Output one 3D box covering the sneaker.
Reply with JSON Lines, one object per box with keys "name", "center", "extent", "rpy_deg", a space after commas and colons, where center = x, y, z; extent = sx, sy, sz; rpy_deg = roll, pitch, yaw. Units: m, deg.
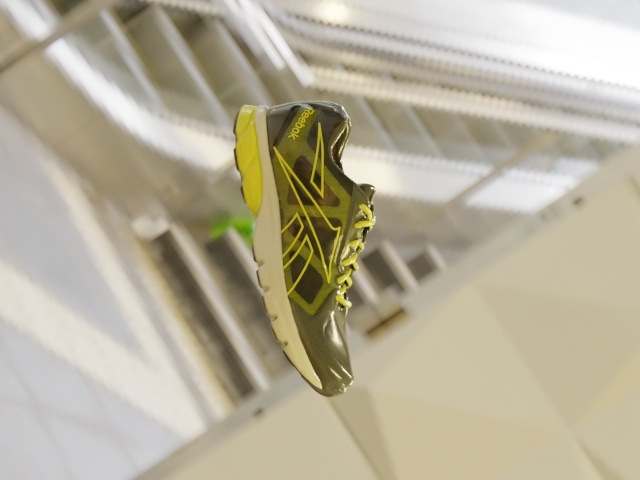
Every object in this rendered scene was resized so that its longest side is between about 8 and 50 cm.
{"name": "sneaker", "center": [0.000, 0.000, 0.507], "extent": [0.031, 0.035, 0.083], "rpy_deg": [34, 42, -81]}
